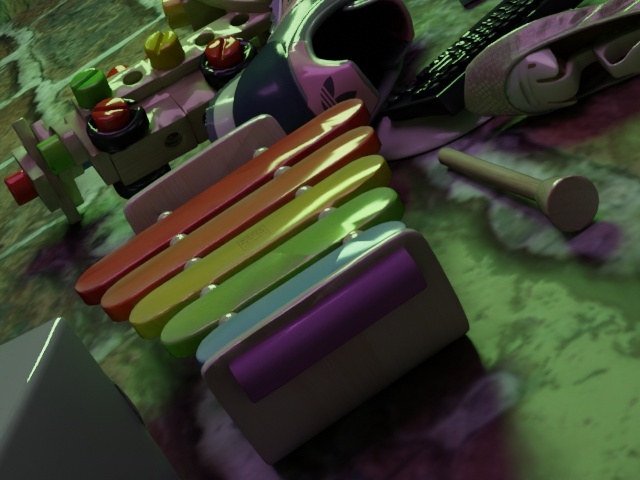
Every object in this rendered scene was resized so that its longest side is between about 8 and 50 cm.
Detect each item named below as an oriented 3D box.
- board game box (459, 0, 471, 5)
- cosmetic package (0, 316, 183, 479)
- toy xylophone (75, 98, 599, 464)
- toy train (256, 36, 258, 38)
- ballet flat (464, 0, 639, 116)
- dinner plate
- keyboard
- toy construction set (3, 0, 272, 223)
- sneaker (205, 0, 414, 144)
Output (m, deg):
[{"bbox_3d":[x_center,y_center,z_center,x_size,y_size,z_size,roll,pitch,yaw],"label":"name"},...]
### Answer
[{"bbox_3d":[0.151,-0.238,1.140,0.090,0.020,0.090,-28,22,13],"label":"board game box"},{"bbox_3d":[-0.134,0.144,0.554,0.086,0.117,0.231,-26,21,15],"label":"cosmetic package"},{"bbox_3d":[0.000,0.000,0.735,0.236,0.081,0.323,-37,21,-12],"label":"toy xylophone"},{"bbox_3d":[-0.069,-0.178,1.297,0.166,0.046,0.125,-32,23,7],"label":"toy train"},{"bbox_3d":[0.156,-0.109,0.796,0.168,0.057,0.052,-24,32,23],"label":"ballet flat"},{"bbox_3d":[0.089,-0.102,0.930,0.141,0.017,0.141,-27,21,11],"label":"dinner plate"},{"bbox_3d":[0.126,-0.140,0.907,0.180,0.023,0.108,-43,23,-25],"label":"keyboard"},{"bbox_3d":[-0.137,-0.136,1.143,0.328,0.151,0.215,-41,45,-1],"label":"toy construction set"},{"bbox_3d":[0.027,-0.155,1.005,0.131,0.112,0.319,-27,28,34],"label":"sneaker"}]
